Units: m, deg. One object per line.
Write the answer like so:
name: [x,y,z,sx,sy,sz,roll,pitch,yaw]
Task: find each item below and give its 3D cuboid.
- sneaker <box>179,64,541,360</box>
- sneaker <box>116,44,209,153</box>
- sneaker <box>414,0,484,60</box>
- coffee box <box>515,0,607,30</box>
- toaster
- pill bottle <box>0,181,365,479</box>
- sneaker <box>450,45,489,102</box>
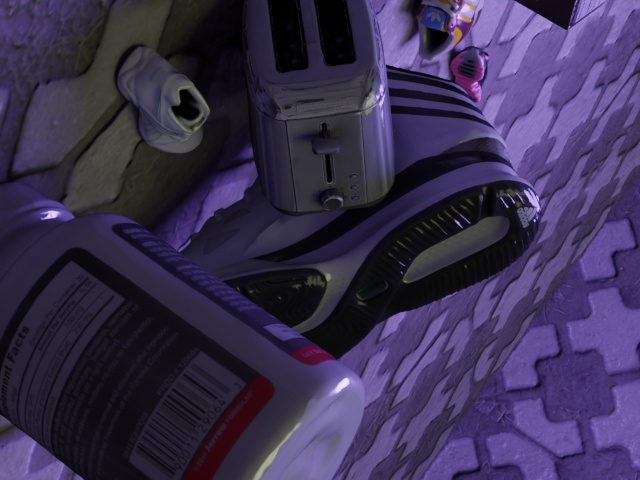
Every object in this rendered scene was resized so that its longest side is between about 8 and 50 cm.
sneaker: [-0.030,-0.020,1.293,0.447,0.257,0.169,-23,138,3]
sneaker: [-0.122,-0.105,1.103,0.053,0.061,0.152,-56,162,-10]
sneaker: [0.147,-0.277,1.459,0.084,0.069,0.185,-52,159,-29]
coffee box: [0.314,-0.384,1.515,0.297,0.168,0.119,-36,151,-33]
toaster: [-0.004,-0.144,1.157,0.146,0.129,0.227,85,-1,-55]
pill bottle: [-0.140,0.089,0.968,0.176,0.318,0.176,-46,157,-26]
sneaker: [0.200,-0.228,1.702,0.057,0.047,0.119,-59,169,-15]
